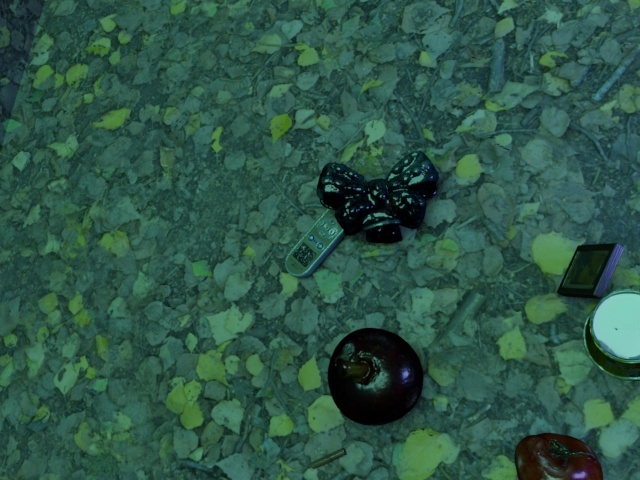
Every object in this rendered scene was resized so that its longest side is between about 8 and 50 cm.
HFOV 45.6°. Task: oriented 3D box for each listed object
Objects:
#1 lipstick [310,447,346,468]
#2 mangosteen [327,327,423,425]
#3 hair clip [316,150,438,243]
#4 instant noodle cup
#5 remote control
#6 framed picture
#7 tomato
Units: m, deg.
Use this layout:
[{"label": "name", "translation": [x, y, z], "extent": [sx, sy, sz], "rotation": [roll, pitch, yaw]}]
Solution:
[{"label": "lipstick", "translation": [0.020, 0.543, 1.897], "extent": [0.094, 0.019, 0.019], "rotation": [-28, 65, 12]}, {"label": "mangosteen", "translation": [0.117, 0.313, 1.794], "extent": [0.236, 0.261, 0.235], "rotation": [-8, 70, 22]}, {"label": "hair clip", "translation": [0.149, -0.106, 1.937], "extent": [0.310, 0.194, 0.206], "rotation": [-7, 78, 6]}, {"label": "instant noodle cup", "translation": [0.672, 0.200, 1.665], "extent": [0.205, 0.153, 0.204], "rotation": [-7, 72, 22]}, {"label": "remote control", "translation": [0.000, 0.000, 2.060], "extent": [0.087, 0.047, 0.244], "rotation": [42, 92, 24]}, {"label": "framed picture", "translation": [0.609, 0.069, 1.729], "extent": [0.023, 0.168, 0.127], "rotation": [28, 83, -8]}, {"label": "tomato", "translation": [0.509, 0.499, 1.645], "extent": [0.187, 0.151, 0.187], "rotation": [-3, 33, 2]}]
